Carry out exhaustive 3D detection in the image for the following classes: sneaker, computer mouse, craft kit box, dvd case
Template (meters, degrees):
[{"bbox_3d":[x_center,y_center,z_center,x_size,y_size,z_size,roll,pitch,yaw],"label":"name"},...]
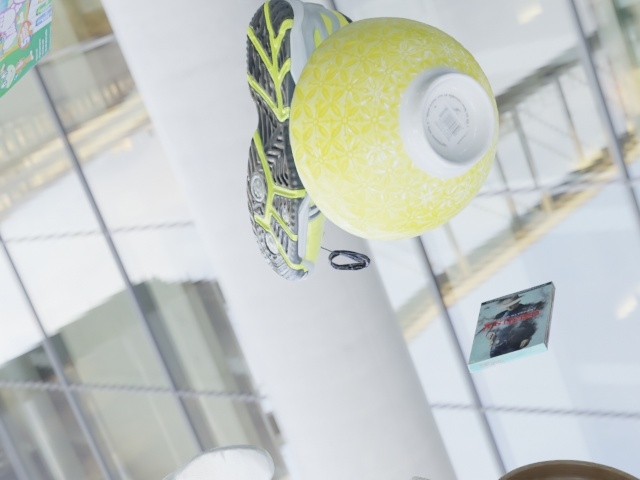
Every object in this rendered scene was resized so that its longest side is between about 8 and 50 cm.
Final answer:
[{"bbox_3d":[-0.010,-0.132,1.815,0.147,0.385,0.145,-7,-163,-33],"label":"sneaker"},{"bbox_3d":[0.000,0.000,2.385,0.071,0.242,0.041,-36,-131,26],"label":"computer mouse"},{"bbox_3d":[-0.141,0.293,1.637,0.212,0.080,0.094,-27,-175,23],"label":"sneaker"},{"bbox_3d":[-0.459,-0.271,1.807,0.247,0.061,0.250,-49,169,-29],"label":"craft kit box"},{"bbox_3d":[0.203,0.090,1.411,0.087,0.013,0.119,-19,-157,25],"label":"dvd case"}]

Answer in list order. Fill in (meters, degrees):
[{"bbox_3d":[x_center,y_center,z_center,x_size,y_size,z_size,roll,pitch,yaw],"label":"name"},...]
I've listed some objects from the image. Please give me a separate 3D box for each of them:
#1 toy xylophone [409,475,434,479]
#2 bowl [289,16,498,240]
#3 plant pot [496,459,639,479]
[{"bbox_3d":[0.057,0.353,1.218,0.236,0.081,0.322,-6,-149,50],"label":"toy xylophone"},{"bbox_3d":[0.123,-0.142,1.653,0.289,0.290,0.156,-30,-164,-28],"label":"bowl"},{"bbox_3d":[0.327,0.390,1.716,0.237,0.110,0.237,0,-155,0],"label":"plant pot"}]
